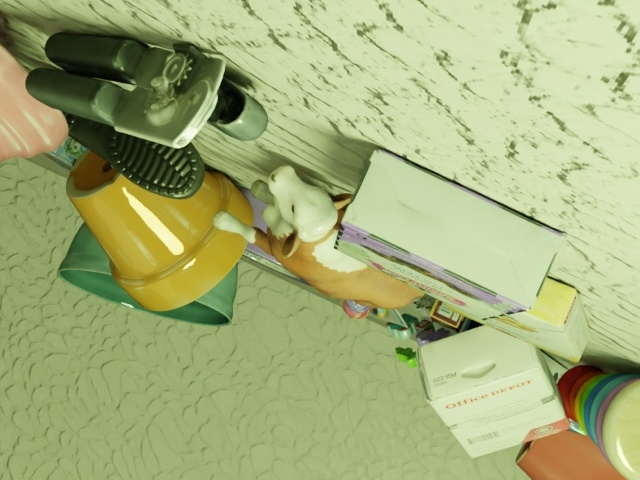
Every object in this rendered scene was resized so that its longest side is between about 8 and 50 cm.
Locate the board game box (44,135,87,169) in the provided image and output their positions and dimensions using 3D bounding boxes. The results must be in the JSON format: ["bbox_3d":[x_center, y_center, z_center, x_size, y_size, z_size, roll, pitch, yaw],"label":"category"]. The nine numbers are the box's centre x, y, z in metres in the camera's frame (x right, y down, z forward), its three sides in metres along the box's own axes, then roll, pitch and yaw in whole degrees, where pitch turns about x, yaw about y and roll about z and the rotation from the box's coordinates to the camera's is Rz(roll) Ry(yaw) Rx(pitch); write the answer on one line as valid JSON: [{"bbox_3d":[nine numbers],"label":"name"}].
[{"bbox_3d":[-0.403,-0.147,1.712,0.194,0.060,0.194,23,174,22],"label":"board game box"}]

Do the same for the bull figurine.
[{"bbox_3d":[0.000,0.000,1.149,0.188,0.101,0.310,25,173,40],"label":"bull figurine"}]

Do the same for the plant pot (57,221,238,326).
[{"bbox_3d":[-0.263,0.006,1.672,0.293,0.196,0.293,13,166,4],"label":"plant pot"}]

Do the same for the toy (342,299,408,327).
[{"bbox_3d":[0.051,0.081,1.591,0.137,0.056,0.237,56,173,-8],"label":"toy"}]

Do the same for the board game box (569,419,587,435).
[{"bbox_3d":[0.355,0.273,1.734,0.201,0.035,0.136,26,174,2],"label":"board game box"}]

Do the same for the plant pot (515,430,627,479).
[{"bbox_3d":[0.527,0.416,1.934,0.243,0.275,0.275,35,176,12],"label":"plant pot"}]

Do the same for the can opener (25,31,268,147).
[{"bbox_3d":[-0.149,-0.119,0.843,0.095,0.076,0.283,31,173,-38],"label":"can opener"}]

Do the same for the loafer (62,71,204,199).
[{"bbox_3d":[-0.223,-0.121,1.163,0.220,0.080,0.078,34,179,7],"label":"loafer"}]

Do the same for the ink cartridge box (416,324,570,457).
[{"bbox_3d":[0.244,0.208,1.413,0.159,0.092,0.218,-20,144,13],"label":"ink cartridge box"}]

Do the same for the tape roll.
[{"bbox_3d":[-0.068,-0.005,1.466,0.189,0.080,0.189,25,173,3],"label":"tape roll"}]

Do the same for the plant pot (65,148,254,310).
[{"bbox_3d":[-0.223,-0.043,1.320,0.205,0.205,0.188,18,156,49],"label":"plant pot"}]

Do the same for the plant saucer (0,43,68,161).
[{"bbox_3d":[-0.415,-0.185,1.030,0.332,0.084,0.332,32,167,9],"label":"plant saucer"}]

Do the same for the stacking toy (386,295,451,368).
[{"bbox_3d":[0.151,0.147,1.593,0.221,0.052,0.167,17,133,59],"label":"stacking toy"}]

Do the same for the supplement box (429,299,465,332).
[{"bbox_3d":[0.182,0.093,1.398,0.043,0.055,0.083,24,175,13],"label":"supplement box"}]

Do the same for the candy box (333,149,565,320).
[{"bbox_3d":[0.101,0.002,0.876,0.165,0.070,0.196,25,173,2],"label":"candy box"}]

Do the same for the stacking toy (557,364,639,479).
[{"bbox_3d":[0.409,0.239,1.417,0.141,0.141,0.330,26,178,-6],"label":"stacking toy"}]

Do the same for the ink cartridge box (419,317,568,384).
[{"bbox_3d":[0.311,0.196,1.728,0.165,0.065,0.333,21,171,36],"label":"ink cartridge box"}]

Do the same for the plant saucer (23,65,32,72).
[{"bbox_3d":[-0.431,-0.219,1.312,0.241,0.037,0.241,25,173,3],"label":"plant saucer"}]

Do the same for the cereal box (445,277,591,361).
[{"bbox_3d":[0.203,0.066,1.114,0.173,0.047,0.240,23,173,23],"label":"cereal box"}]
